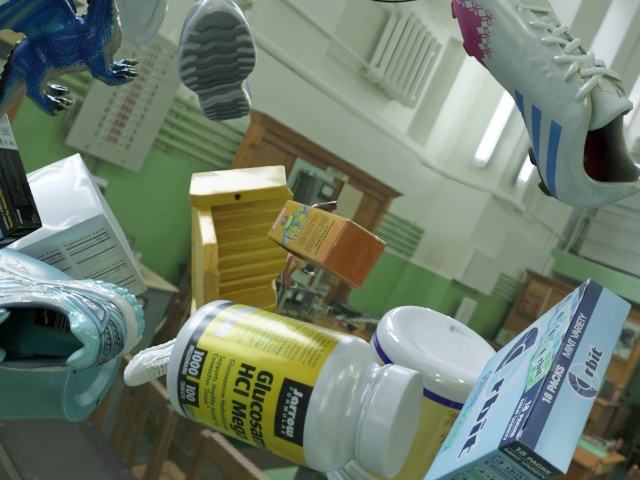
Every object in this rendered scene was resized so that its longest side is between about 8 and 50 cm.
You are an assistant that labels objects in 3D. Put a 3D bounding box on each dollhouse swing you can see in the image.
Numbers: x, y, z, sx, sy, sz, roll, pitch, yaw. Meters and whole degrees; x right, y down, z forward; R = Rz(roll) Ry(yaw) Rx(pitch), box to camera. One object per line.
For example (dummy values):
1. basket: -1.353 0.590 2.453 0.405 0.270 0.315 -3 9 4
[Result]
1. dollhouse swing: -0.152 0.061 1.299 0.315 0.347 0.305 -9 32 -28

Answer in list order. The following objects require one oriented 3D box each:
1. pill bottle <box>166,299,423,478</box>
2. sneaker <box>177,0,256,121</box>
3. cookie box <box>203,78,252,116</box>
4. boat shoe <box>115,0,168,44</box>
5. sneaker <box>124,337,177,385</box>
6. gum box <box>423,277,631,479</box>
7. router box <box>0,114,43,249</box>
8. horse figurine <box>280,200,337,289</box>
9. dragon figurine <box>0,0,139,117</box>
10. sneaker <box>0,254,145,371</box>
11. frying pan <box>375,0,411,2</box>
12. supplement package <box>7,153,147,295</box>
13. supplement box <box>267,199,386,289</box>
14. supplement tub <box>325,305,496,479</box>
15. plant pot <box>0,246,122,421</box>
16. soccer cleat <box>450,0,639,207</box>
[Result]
1. pill bottle: -0.035 0.209 0.847 0.334 0.188 0.188 11 -3 26
2. sneaker: -0.155 -0.268 0.845 0.105 0.115 0.281 -11 -9 -11
3. cookie box: -0.196 -0.307 1.195 0.107 0.092 0.040 -21 -11 37
4. boat shoe: -0.281 -0.440 0.961 0.096 0.267 0.088 18 31 -18
5. sneaker: -0.482 0.372 1.813 0.235 0.090 0.095 -29 31 -29
6. gum box: 0.164 0.136 0.496 0.041 0.157 0.184 35 -33 10
7. router box: -0.474 -0.076 0.834 0.133 0.179 0.046 -23 -6 22
8. horse figurine: -0.035 0.007 1.657 0.066 0.263 0.174 20 8 37
9. dragon figurine: -0.287 -0.215 0.617 0.085 0.289 0.144 -112 179 -56
10. sneaker: -0.338 0.077 0.620 0.283 0.110 0.122 4 7 4
11. frying pan: 0.110 -0.313 0.457 0.326 0.053 0.197 -29 -54 34
12. supplement package: -0.520 0.005 1.240 0.199 0.198 0.262 54 -16 35
13. supplement box: 0.000 0.000 0.900 0.080 0.078 0.233 32 -4 -24
14. supplement tub: 0.159 0.314 1.089 0.241 0.331 0.241 20 22 -8
15. plant pot: -0.459 0.158 0.927 0.255 0.271 0.271 16 2 7
16. soccer cleat: 0.271 -0.188 0.671 0.331 0.116 0.143 58 -16 -12
